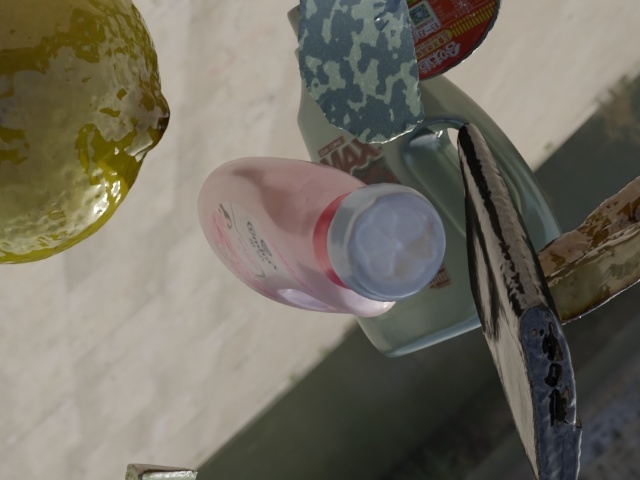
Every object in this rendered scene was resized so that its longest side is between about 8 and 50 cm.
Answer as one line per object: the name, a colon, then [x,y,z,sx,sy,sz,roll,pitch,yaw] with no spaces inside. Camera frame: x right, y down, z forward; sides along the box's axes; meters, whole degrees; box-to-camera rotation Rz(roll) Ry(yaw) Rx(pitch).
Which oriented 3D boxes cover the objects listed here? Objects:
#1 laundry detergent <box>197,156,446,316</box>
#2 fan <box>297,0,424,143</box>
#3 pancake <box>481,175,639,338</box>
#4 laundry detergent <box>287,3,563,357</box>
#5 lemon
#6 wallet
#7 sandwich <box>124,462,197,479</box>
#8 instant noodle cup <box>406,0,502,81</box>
laundry detergent: [0.000,0.000,1.215,0.088,0.159,0.335,-49,-165,-11]
fan: [0.032,-0.164,1.359,0.131,0.009,0.240,-54,139,-20]
pancake: [0.294,-0.006,1.475,0.356,0.065,0.356,-33,-179,1]
laundry detergent: [0.091,-0.091,1.760,0.264,0.397,0.125,-24,-178,35]
lemon: [-0.253,-0.106,1.156,0.284,0.260,0.260,-2,158,-9]
wallet: [0.150,0.044,1.239,0.044,0.170,0.321,-10,-152,1]
sandwich: [-0.136,0.192,1.265,0.083,0.044,0.031,19,75,-58]
instant noodle cup: [0.062,-0.293,1.629,0.193,0.212,0.193,-9,131,-11]
